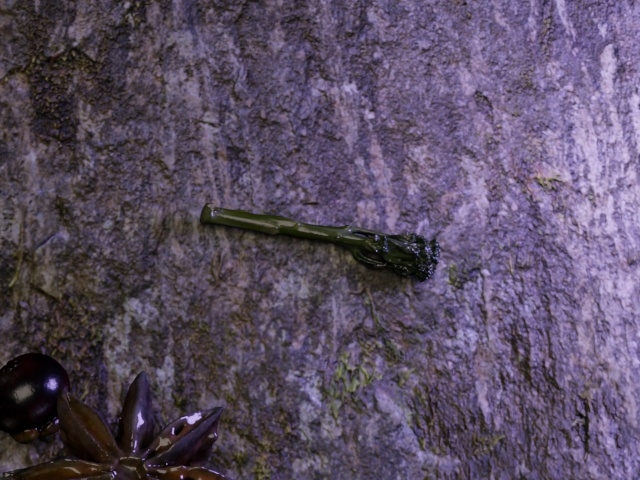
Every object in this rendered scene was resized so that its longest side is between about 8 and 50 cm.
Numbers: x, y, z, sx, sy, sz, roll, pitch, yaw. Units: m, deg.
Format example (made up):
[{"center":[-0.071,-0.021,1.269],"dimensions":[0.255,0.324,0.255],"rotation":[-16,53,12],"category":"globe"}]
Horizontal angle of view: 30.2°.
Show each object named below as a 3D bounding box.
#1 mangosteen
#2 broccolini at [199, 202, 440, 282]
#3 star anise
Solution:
[{"center":[-0.423,0.237,1.734],"dimensions":[0.140,0.140,0.140],"rotation":[2,67,-6],"category":"mangosteen"},{"center":[0.001,-0.006,1.898],"dimensions":[0.392,0.074,0.078],"rotation":[9,60,-5],"category":"broccolini"},{"center":[-0.253,0.330,1.584],"dimensions":[0.332,0.117,0.331],"rotation":[4,62,-7],"category":"star anise"}]
